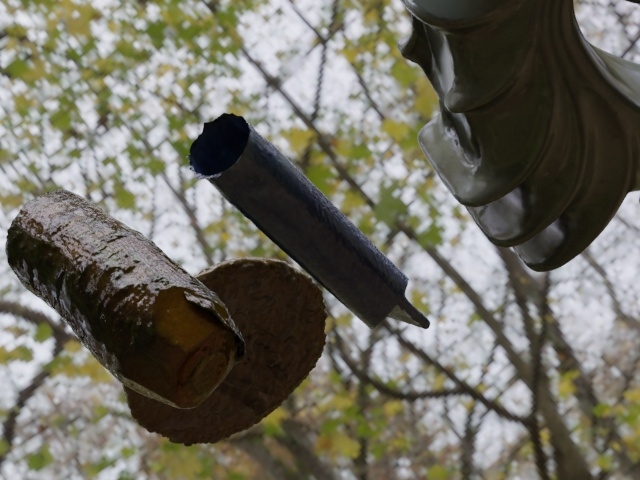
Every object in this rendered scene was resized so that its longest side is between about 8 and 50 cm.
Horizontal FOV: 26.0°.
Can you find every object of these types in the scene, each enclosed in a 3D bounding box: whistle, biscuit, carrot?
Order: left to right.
[{"bbox_3d":[-0.124,0.037,0.868,0.082,0.173,0.082,-30,-43,-33],"label":"carrot"},{"bbox_3d":[-0.090,0.108,1.326,0.219,0.033,0.220,-17,-52,-23],"label":"biscuit"},{"bbox_3d":[0.000,0.000,1.164,0.062,0.062,0.304,-43,-45,4],"label":"whistle"}]

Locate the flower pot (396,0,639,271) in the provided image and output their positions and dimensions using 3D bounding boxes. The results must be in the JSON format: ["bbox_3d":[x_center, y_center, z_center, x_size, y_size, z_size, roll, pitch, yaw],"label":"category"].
[{"bbox_3d":[0.191,-0.142,1.053,0.254,0.164,0.368,-20,-56,-4],"label":"flower pot"}]
